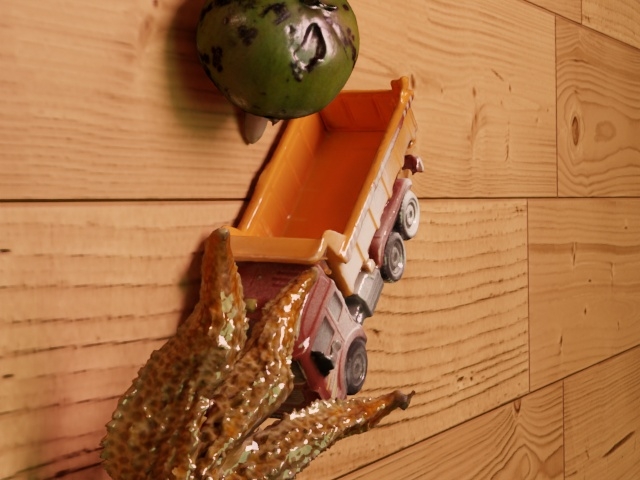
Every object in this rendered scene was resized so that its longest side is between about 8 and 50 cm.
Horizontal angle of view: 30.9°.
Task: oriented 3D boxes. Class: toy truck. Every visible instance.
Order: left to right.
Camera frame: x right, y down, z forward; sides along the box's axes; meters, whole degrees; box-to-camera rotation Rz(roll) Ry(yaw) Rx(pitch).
[{"bbox_3d":[0.000,0.000,0.895,0.135,0.114,0.270,63,38,-44],"label":"toy truck"}]

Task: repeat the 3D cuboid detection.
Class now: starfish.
[{"bbox_3d":[-0.064,0.147,0.723,0.293,0.084,0.301,-52,136,-13],"label":"starfish"}]

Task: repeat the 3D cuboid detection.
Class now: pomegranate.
[{"bbox_3d":[-0.035,-0.135,0.855,0.161,0.122,0.122,114,0,-55],"label":"pomegranate"}]
